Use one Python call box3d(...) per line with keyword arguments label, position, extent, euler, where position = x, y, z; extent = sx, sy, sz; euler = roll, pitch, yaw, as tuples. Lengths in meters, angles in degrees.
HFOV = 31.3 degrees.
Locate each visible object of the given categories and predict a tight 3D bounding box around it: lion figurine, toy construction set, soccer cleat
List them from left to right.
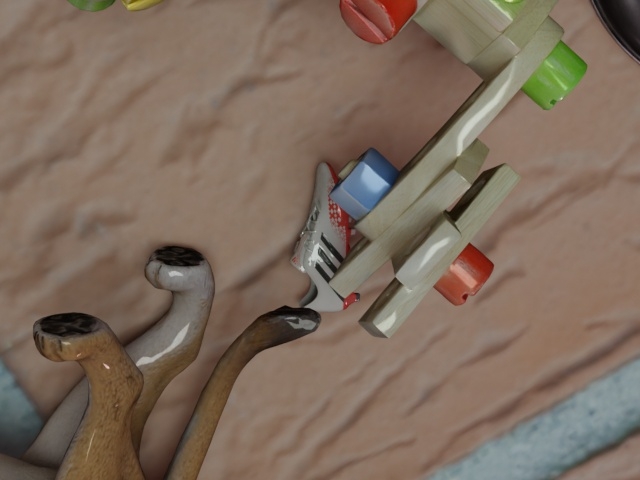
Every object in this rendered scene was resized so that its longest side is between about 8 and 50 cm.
box3d(label="lion figurine", position=(-0.199, 0.134, 0.556), extent=(0.392, 0.142, 0.240), euler=(1, 110, -14))
box3d(label="toy construction set", position=(-0.001, -0.117, 0.509), extent=(0.328, 0.151, 0.215), euler=(48, 61, -18))
box3d(label="soccer cleat", position=(0.000, 0.000, 0.611), extent=(0.035, 0.029, 0.083), euler=(-10, 109, -11))

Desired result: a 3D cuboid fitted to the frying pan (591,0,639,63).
box3d(label="frying pan", position=(0.281, -0.118, 0.577), extent=(0.326, 0.053, 0.197), euler=(35, 123, -8))
